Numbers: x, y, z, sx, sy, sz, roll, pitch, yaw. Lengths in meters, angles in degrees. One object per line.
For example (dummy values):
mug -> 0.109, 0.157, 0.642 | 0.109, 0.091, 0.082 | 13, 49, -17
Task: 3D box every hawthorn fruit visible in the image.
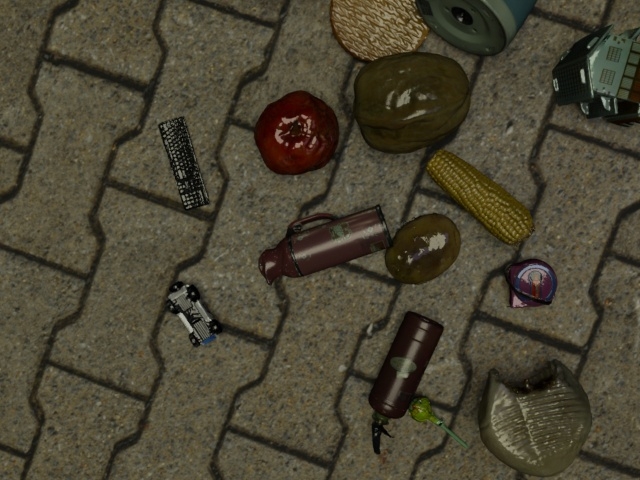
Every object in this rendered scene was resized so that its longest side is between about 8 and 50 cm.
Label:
hawthorn fruit -> -0.056, -0.249, 1.677 | 0.207, 0.243, 0.207 | 0, 92, 0

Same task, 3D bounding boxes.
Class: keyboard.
keyboard -> -0.343, -0.192, 1.802 | 0.072, 0.023, 0.231 | -16, 93, 6

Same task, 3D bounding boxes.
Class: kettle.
kettle -> 0.378, -0.648, 1.655 | 0.319, 0.247, 0.342 | 31, 81, 22

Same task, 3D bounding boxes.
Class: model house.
model house -> 0.670, -0.378, 1.654 | 0.215, 0.224, 0.198 | 16, 97, -3

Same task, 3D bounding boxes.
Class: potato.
potato -> 0.251, 0.021, 1.765 | 0.200, 0.081, 0.164 | -39, 90, 2

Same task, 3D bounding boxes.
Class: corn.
corn -> 0.387, -0.108, 1.739 | 0.305, 0.106, 0.106 | 42, 94, 2

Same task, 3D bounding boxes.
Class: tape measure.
tape measure -> 0.513, 0.104, 1.763 | 0.125, 0.074, 0.118 | -1, 99, 7

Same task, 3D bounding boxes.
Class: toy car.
toy car -> -0.318, 0.179, 1.802 | 0.080, 0.070, 0.170 | -33, 94, 4

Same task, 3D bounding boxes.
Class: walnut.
walnut -> 0.209, -0.321, 1.666 | 0.283, 0.283, 0.227 | -14, 122, 3

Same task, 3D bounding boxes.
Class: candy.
candy -> 0.300, 0.464, 1.813 | 0.194, 0.058, 0.062 | 40, 63, -10

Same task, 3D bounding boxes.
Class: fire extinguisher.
fire extinguisher -> 0.195, 0.352, 1.760 | 0.102, 0.138, 0.344 | 22, 94, -20

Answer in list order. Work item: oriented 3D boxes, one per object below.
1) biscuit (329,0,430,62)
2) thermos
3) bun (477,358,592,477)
biscuit -> 0.145, -0.552, 1.751 | 0.254, 0.035, 0.254 | 0, 94, 1
thermos -> 0.000, 0.003, 1.755 | 0.330, 0.109, 0.136 | -19, 93, 6
bun -> 0.503, 0.426, 1.723 | 0.282, 0.205, 0.281 | 0, 79, 0
